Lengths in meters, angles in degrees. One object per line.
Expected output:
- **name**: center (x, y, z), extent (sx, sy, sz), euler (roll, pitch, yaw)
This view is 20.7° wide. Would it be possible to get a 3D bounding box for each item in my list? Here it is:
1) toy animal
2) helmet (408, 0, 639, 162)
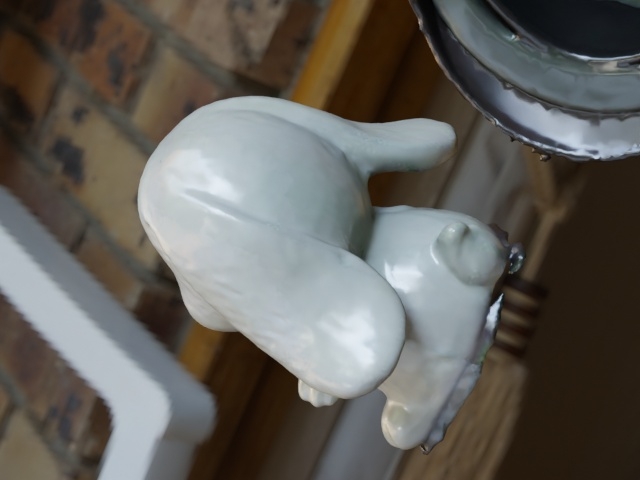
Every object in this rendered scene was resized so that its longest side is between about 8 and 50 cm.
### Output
- **toy animal**: center (0.011, 0.015, 1.286), extent (0.289, 0.174, 0.249), euler (3, 53, -25)
- **helmet**: center (0.166, -0.212, 0.973), extent (0.225, 0.305, 0.177), euler (12, 35, 15)
